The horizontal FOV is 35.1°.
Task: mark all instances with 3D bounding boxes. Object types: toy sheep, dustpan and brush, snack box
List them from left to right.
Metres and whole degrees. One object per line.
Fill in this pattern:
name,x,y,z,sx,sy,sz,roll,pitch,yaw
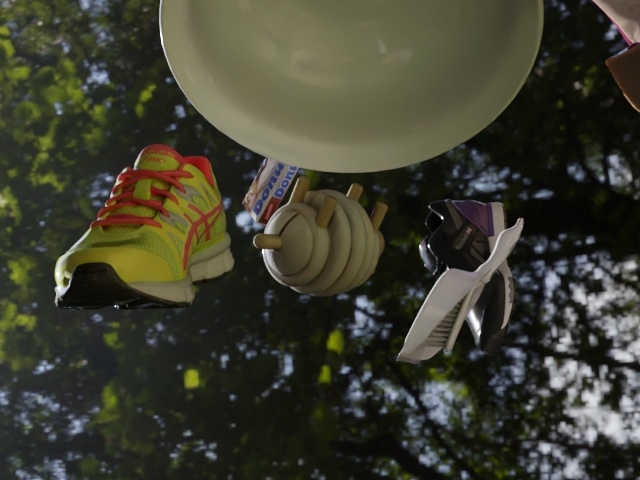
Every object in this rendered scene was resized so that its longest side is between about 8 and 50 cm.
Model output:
snack box,-0.055,-0.112,1.459,0.022,0.064,0.178,18,-70,-35
toy sheep,0.000,0.000,0.773,0.132,0.091,0.091,7,-103,-42
dustpan and brush,0.171,0.060,1.189,0.211,0.060,0.147,-65,-17,-1

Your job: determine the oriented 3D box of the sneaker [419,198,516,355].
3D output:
sneaker,0.200,0.049,1.445,0.283,0.124,0.107,-86,7,-50

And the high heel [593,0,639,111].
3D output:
high heel,0.314,-0.323,1.044,0.181,0.127,0.377,-36,-73,-36

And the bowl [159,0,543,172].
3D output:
bowl,0.025,-0.204,0.831,0.298,0.298,0.134,46,-147,-38

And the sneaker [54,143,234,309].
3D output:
sneaker,-0.109,-0.011,0.628,0.208,0.081,0.094,-53,-37,-79
